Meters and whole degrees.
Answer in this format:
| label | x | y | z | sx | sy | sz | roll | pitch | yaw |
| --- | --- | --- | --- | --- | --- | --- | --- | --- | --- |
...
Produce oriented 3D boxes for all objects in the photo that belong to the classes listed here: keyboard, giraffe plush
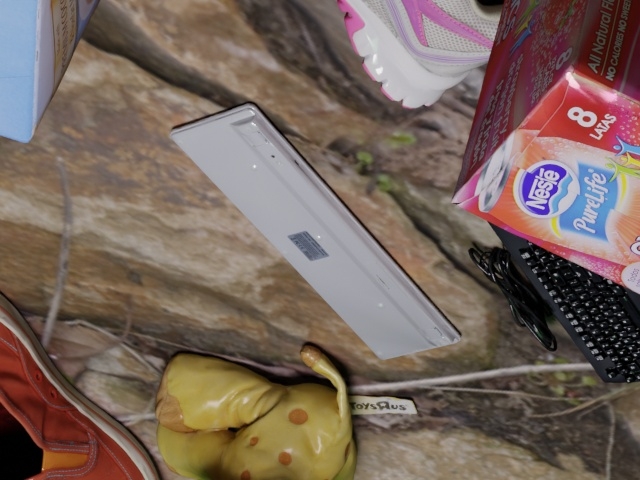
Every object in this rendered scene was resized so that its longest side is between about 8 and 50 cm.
| label | x | y | z | sx | sy | sz | roll | pitch | yaw |
| --- | --- | --- | --- | --- | --- | --- | --- | --- | --- |
| keyboard | 0.000 | 0.000 | 1.361 | 0.072 | 0.014 | 0.256 | -11 | 134 | 39 |
| keyboard | 0.168 | 0.044 | 1.328 | 0.100 | 0.038 | 0.192 | -12 | 133 | 33 |
| giraffe plush | -0.042 | 0.196 | 1.487 | 0.210 | 0.170 | 0.181 | -12 | 133 | 33 |

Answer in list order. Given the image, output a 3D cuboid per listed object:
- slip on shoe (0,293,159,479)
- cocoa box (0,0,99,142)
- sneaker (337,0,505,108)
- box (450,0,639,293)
| label | x | y | z | sx | sy | sz | roll | pitch | yaw |
| --- | --- | --- | --- | --- | --- | --- | --- | --- | --- |
| slip on shoe | -0.231 | 0.165 | 1.581 | 0.123 | 0.101 | 0.331 | -7 | 138 | 26 |
| cocoa box | -0.200 | -0.258 | 0.937 | 0.231 | 0.228 | 0.347 | 16 | 142 | 2 |
| sneaker | 0.033 | -0.181 | 1.060 | 0.111 | 0.103 | 0.252 | -20 | 136 | 33 |
| box | 0.166 | -0.114 | 0.951 | 0.128 | 0.257 | 0.122 | 25 | 143 | -10 |
